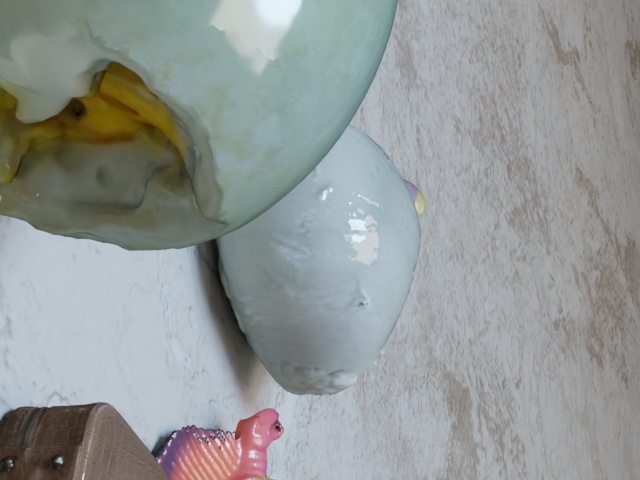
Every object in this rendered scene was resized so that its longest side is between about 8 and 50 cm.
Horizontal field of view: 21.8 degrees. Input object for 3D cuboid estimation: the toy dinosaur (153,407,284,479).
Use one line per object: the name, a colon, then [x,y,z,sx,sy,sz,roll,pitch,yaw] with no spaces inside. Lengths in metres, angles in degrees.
toy dinosaur: [-0.088,0.228,1.189,0.139,0.070,0.286,52,44,-37]

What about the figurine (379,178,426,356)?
figurine: [0.056,0.018,1.612,0.083,0.083,0.187,-7,105,-70]

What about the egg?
egg: [-0.091,-0.163,0.928,0.278,0.278,0.336,65,35,-43]

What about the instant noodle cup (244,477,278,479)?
instant noodle cup: [0.012,0.276,1.099,0.216,0.172,0.216,-25,118,-59]

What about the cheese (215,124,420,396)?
cheese: [0.000,0.000,1.327,0.189,0.154,0.198,60,32,-39]

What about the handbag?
handbag: [-0.149,0.205,0.999,0.151,0.072,0.193,56,33,-52]
